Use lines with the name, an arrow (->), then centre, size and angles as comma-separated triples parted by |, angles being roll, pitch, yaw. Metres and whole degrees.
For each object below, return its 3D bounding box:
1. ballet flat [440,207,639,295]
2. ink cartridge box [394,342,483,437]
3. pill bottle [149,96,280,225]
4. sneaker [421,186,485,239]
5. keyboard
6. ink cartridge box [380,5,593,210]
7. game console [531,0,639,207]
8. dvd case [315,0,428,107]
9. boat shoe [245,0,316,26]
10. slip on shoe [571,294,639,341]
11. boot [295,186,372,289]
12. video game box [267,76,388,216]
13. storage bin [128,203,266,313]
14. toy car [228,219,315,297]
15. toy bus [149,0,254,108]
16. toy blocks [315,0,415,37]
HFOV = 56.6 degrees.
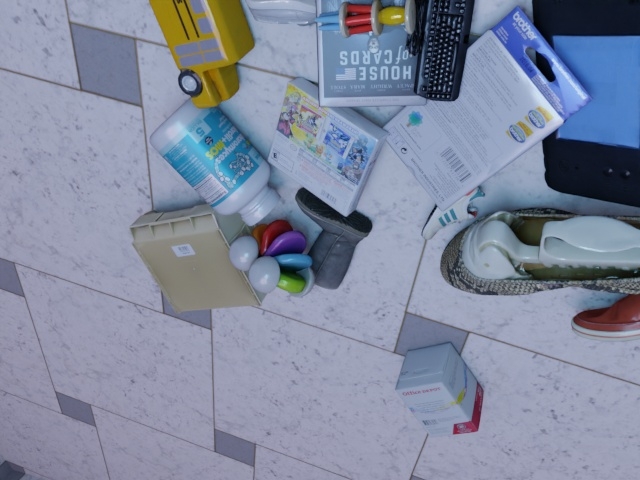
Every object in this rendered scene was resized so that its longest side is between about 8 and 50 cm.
ballet flat -> 0.390, 0.009, 1.001 | 0.482, 0.164, 0.182 | -1, 164, 40
ink cartridge box -> 0.282, 0.352, 1.398 | 0.128, 0.127, 0.176 | -20, 117, 35
pill bottle -> -0.200, -0.153, 1.190 | 0.146, 0.146, 0.264 | -30, 112, 38
sneaker -> 0.254, -0.048, 1.136 | 0.075, 0.057, 0.161 | 30, 130, 6
keyboard -> 0.177, -0.309, 0.902 | 0.100, 0.038, 0.192 | 5, 112, 4
ink cartridge box -> 0.261, -0.206, 0.975 | 0.186, 0.065, 0.311 | 52, 132, 2
game console -> 0.468, -0.210, 0.839 | 0.341, 0.060, 0.387 | 15, 134, 41
dvd case -> 0.082, -0.333, 0.937 | 0.179, 0.030, 0.239 | 0, 112, 5
boat shoe -> -0.033, -0.387, 0.990 | 0.184, 0.066, 0.063 | 1, 156, 9
slip on shoe -> 0.620, 0.107, 1.078 | 0.331, 0.123, 0.101 | -22, 94, 35
boot -> -0.002, 0.001, 1.288 | 0.189, 0.076, 0.208 | 33, 139, -1
video game box -> 0.006, -0.175, 1.116 | 0.205, 0.048, 0.187 | 36, 137, 15
storage bin -> -0.268, 0.032, 1.384 | 0.262, 0.123, 0.261 | -7, 123, 28
toy car -> -0.086, 0.030, 1.243 | 0.182, 0.159, 0.136 | 42, 108, 39
toy bus -> -0.213, -0.403, 1.020 | 0.130, 0.108, 0.333 | -4, 124, 24
toy blocks -> 0.065, -0.366, 0.879 | 0.148, 0.054, 0.123 | 4, 104, 20
